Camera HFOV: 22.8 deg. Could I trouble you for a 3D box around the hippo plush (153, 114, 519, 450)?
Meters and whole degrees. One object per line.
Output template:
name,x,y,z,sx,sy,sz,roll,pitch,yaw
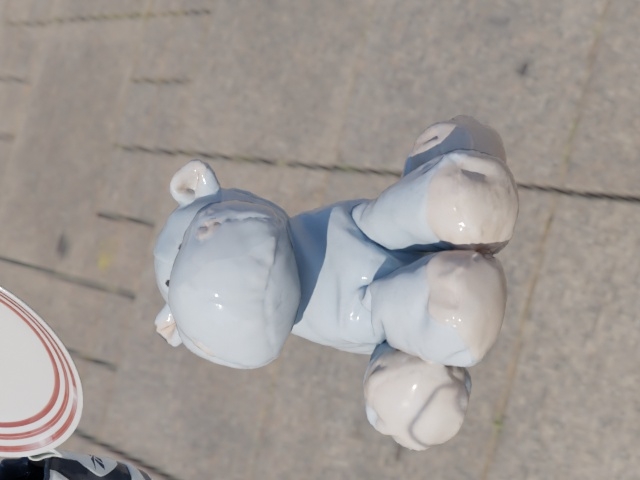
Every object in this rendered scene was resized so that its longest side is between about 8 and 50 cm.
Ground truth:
hippo plush,0.000,0.000,1.192,0.294,0.236,0.234,-110,34,-73

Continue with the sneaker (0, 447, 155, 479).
sneaker,-0.225,0.241,1.114,0.235,0.153,0.094,-53,35,0

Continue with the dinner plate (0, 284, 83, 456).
dinner plate,-0.189,0.061,0.846,0.141,0.141,0.017,-41,15,39
